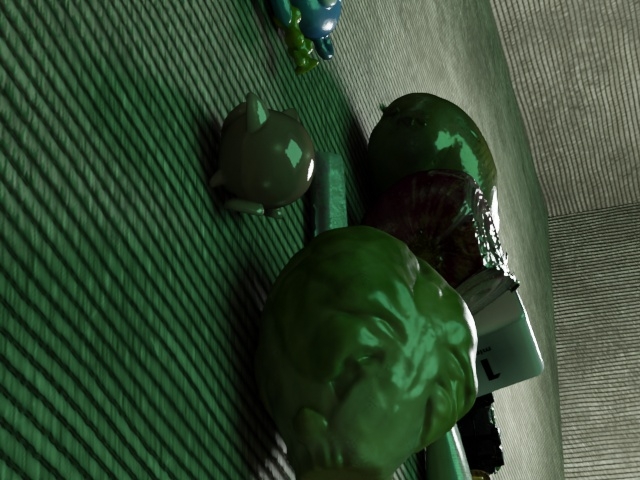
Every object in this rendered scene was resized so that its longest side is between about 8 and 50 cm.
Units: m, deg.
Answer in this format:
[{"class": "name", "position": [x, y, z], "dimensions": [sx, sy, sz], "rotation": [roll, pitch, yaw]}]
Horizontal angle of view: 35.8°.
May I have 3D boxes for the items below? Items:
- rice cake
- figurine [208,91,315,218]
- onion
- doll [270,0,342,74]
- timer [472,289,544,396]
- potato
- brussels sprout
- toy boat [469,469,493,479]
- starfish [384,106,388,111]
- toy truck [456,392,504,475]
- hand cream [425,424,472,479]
[{"class": "rice cake", "position": [0.002, 0.002, 1.399], "dimensions": [0.081, 0.051, 0.290], "rotation": [11, 65, -34]}, {"class": "figurine", "position": [-0.066, -0.095, 1.144], "dimensions": [0.125, 0.125, 0.138], "rotation": [0, 96, -71]}, {"class": "onion", "position": [0.167, 0.018, 1.562], "dimensions": [0.230, 0.256, 0.272], "rotation": [56, -6, 15]}, {"class": "doll", "position": [-0.027, -0.428, 1.439], "dimensions": [0.346, 0.099, 0.341], "rotation": [-54, 133, -68]}, {"class": "timer", "position": [0.287, 0.158, 1.857], "dimensions": [0.192, 0.194, 0.195], "rotation": [-103, 168, -45]}, {"class": "potato", "position": [0.201, -0.108, 1.754], "dimensions": [0.243, 0.221, 0.326], "rotation": [-63, 134, -61]}, {"class": "brussels sprout", "position": [0.057, 0.143, 1.171], "dimensions": [0.274, 0.243, 0.316], "rotation": [20, 65, -61]}, {"class": "toy boat", "position": [0.322, 0.531, 1.985], "dimensions": [0.310, 0.089, 0.115], "rotation": [59, 30, -48]}, {"class": "starfish", "position": [0.190, -0.192, 2.012], "dimensions": [0.240, 0.043, 0.227], "rotation": [45, 21, -43]}, {"class": "toy truck", "position": [0.323, 0.376, 2.058], "dimensions": [0.125, 0.101, 0.242], "rotation": [-31, 113, -75]}, {"class": "hand cream", "position": [0.228, 0.399, 1.779], "dimensions": [0.147, 0.093, 0.305], "rotation": [51, 32, -63]}]
